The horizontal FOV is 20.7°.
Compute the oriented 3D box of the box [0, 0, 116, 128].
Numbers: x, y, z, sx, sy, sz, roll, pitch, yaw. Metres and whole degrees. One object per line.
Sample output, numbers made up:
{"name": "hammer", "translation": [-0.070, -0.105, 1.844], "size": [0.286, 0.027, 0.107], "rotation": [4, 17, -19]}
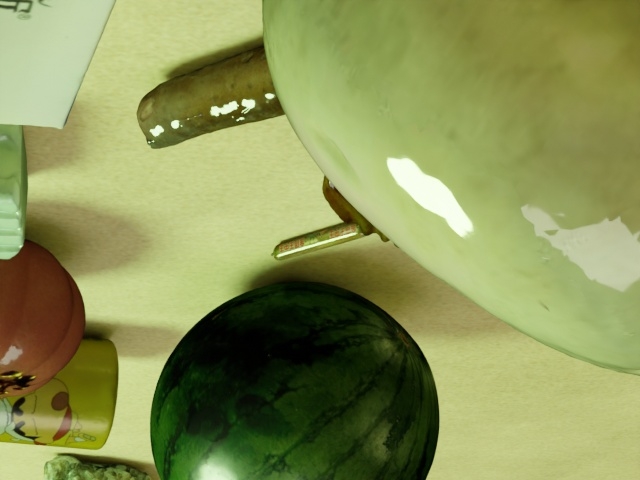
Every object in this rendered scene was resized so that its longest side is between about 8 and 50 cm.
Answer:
{"name": "box", "translation": [-0.122, -0.187, 0.631], "size": [0.116, 0.203, 0.274], "rotation": [3, 158, -18]}

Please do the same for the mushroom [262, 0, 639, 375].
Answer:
{"name": "mushroom", "translation": [0.137, -0.069, 0.812], "size": [0.315, 0.315, 0.356], "rotation": [20, 163, -41]}

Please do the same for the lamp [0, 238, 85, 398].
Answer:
{"name": "lamp", "translation": [-0.275, 0.067, 1.371], "size": [0.182, 0.140, 0.182], "rotation": [4, 158, 2]}

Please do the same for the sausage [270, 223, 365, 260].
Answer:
{"name": "sausage", "translation": [0.000, 0.000, 1.371], "size": [0.100, 0.015, 0.015], "rotation": [-16, 154, 35]}

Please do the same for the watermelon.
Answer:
{"name": "watermelon", "translation": [-0.021, 0.153, 1.461], "size": [0.242, 0.242, 0.242], "rotation": [0, 159, 0]}

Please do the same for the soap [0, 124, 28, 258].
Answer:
{"name": "soap", "translation": [-0.302, -0.037, 1.201], "size": [0.198, 0.066, 0.119], "rotation": [2, 160, -6]}

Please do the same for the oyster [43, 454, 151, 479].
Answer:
{"name": "oyster", "translation": [-0.250, 0.293, 2.062], "size": [0.125, 0.064, 0.177], "rotation": [10, 172, 15]}

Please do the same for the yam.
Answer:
{"name": "yam", "translation": [-0.006, -0.104, 1.064], "size": [0.264, 0.046, 0.046], "rotation": [-15, 154, 30]}

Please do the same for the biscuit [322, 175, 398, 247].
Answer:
{"name": "biscuit", "translation": [0.159, -0.046, 1.226], "size": [0.318, 0.040, 0.318], "rotation": [0, 158, 0]}

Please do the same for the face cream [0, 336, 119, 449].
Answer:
{"name": "face cream", "translation": [-0.360, 0.120, 1.553], "size": [0.349, 0.105, 0.105], "rotation": [8, 157, -19]}
